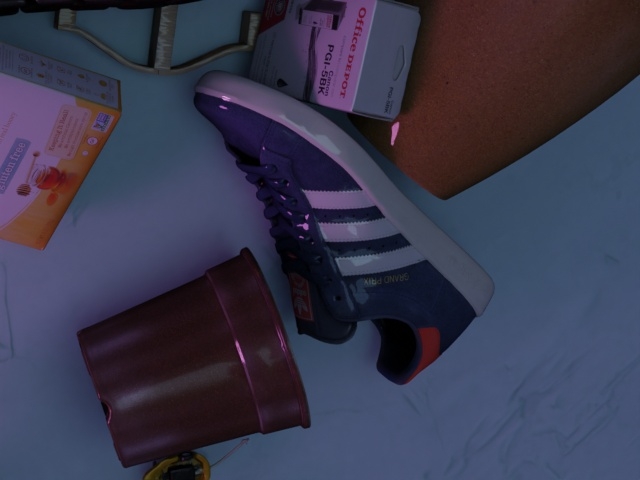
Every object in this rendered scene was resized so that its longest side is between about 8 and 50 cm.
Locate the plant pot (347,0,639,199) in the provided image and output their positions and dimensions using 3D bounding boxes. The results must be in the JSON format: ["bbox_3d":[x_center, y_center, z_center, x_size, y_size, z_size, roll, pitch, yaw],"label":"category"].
[{"bbox_3d":[0.150,-0.165,1.439,0.237,0.237,0.254,36,100,-24],"label":"plant pot"}]

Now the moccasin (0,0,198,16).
[{"bbox_3d":[-0.178,-0.257,1.321,0.380,0.139,0.147,-5,93,-2],"label":"moccasin"}]

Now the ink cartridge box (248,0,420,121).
[{"bbox_3d":[0.010,-0.162,1.402,0.056,0.135,0.099,7,97,-45],"label":"ink cartridge box"}]

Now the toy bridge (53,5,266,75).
[{"bbox_3d":[-0.135,-0.174,1.418,0.188,0.026,0.063,4,100,-22],"label":"toy bridge"}]

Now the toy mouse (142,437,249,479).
[{"bbox_3d":[-0.134,0.262,1.510,0.161,0.031,0.143,-13,106,-18],"label":"toy mouse"}]

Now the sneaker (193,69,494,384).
[{"bbox_3d":[0.000,0.000,1.451,0.350,0.131,0.148,41,81,-24],"label":"sneaker"}]

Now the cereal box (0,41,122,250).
[{"bbox_3d":[-0.301,-0.091,1.315,0.240,0.047,0.173,16,132,-24],"label":"cereal box"}]

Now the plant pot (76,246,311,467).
[{"bbox_3d":[-0.114,0.109,1.424,0.165,0.167,0.167,-18,108,-8],"label":"plant pot"}]
